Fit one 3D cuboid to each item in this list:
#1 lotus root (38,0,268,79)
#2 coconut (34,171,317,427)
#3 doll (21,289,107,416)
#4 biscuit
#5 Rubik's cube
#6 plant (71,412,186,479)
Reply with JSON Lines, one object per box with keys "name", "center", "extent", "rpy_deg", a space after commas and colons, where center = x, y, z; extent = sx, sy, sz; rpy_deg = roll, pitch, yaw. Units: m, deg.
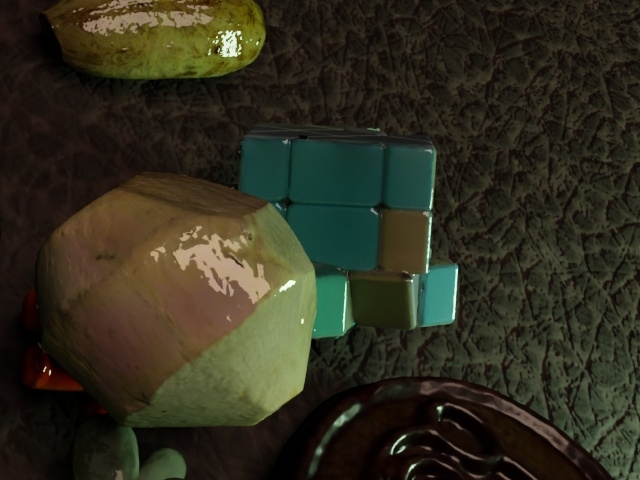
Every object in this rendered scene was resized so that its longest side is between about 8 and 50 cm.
{"name": "lotus root", "center": [-0.161, -0.218, 1.373], "extent": [0.258, 0.097, 0.110], "rpy_deg": [-11, 73, -34]}
{"name": "coconut", "center": [-0.112, 0.056, 1.071], "extent": [0.197, 0.237, 0.237], "rpy_deg": [-40, 89, -29]}
{"name": "doll", "center": [-0.150, 0.102, 1.204], "extent": [0.245, 0.076, 0.142], "rpy_deg": [9, 61, -25]}
{"name": "biscuit", "center": [0.139, 0.293, 1.217], "extent": [0.407, 0.091, 0.407], "rpy_deg": [17, 45, -17]}
{"name": "Rubik's cube", "center": [0.000, 0.000, 1.264], "extent": [0.265, 0.224, 0.213], "rpy_deg": [4, 100, 2]}
{"name": "plant", "center": [-0.167, 0.272, 1.051], "extent": [0.274, 0.149, 0.146], "rpy_deg": [-82, 160, -52]}
